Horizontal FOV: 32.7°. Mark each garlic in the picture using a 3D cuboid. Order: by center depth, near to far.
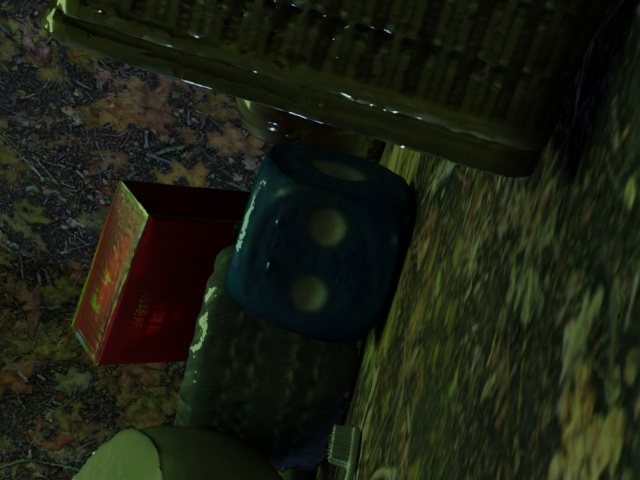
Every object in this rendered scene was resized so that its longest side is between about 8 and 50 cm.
[{"bbox_3d":[-0.009,-0.179,1.518,0.160,0.214,0.191,92,177,-50],"label":"garlic"}]

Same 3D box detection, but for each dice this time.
[{"bbox_3d":[0.000,0.000,0.979,0.146,0.143,0.146,-80,9,-74],"label":"dice"}]

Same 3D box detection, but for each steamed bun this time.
[{"bbox_3d":[-0.142,0.337,1.018,0.324,0.206,0.324,-42,29,30],"label":"steamed bun"}]

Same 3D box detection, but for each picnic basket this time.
[{"bbox_3d":[0.016,-0.165,0.531,0.313,0.228,0.175,-79,6,-66],"label":"picnic basket"}]

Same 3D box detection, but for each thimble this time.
[{"bbox_3d":[-0.053,0.129,1.142,0.205,0.172,0.236,-74,2,-62],"label":"thimble"}]

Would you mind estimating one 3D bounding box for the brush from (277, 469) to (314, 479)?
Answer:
[{"bbox_3d":[-0.026,0.238,1.256,0.067,0.072,0.313,-40,24,44],"label":"brush"}]

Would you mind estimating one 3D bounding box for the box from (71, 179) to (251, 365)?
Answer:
[{"bbox_3d":[-0.112,0.043,1.283,0.089,0.313,0.197,44,121,42],"label":"box"}]

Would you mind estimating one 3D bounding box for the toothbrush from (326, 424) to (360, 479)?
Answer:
[{"bbox_3d":[0.005,0.235,0.799,0.275,0.025,0.019,-78,4,-54],"label":"toothbrush"}]
